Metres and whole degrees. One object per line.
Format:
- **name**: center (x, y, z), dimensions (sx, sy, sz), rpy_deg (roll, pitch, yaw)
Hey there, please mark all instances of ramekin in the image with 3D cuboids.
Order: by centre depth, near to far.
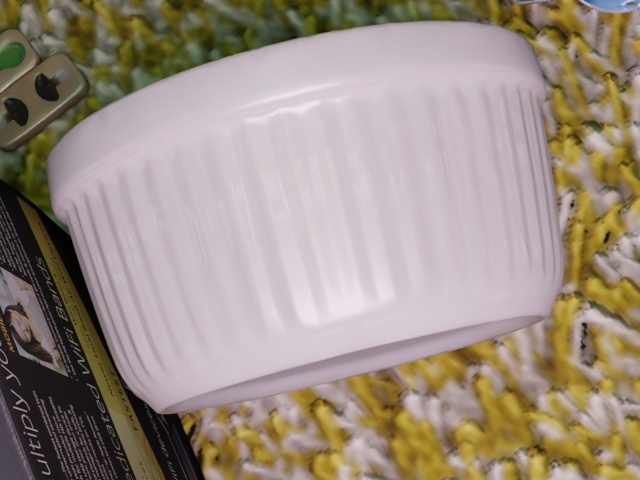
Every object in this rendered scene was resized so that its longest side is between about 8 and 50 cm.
- **ramekin**: center (0.000, 0.000, 0.527), dimensions (0.207, 0.207, 0.109), rpy_deg (-14, 80, 6)

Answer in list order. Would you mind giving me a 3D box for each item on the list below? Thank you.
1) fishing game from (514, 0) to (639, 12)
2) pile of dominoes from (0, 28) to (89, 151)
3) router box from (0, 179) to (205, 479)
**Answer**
- **fishing game**: center (0.139, -0.200, 0.644), dimensions (0.264, 0.041, 0.189), rpy_deg (10, 73, 13)
- **pile of dominoes**: center (-0.271, -0.069, 0.679), dimensions (0.251, 0.040, 0.196), rpy_deg (30, 81, 17)
- **router box**: center (-0.092, 0.126, 0.481), dimensions (0.081, 0.243, 0.309), rpy_deg (-27, 70, 1)
